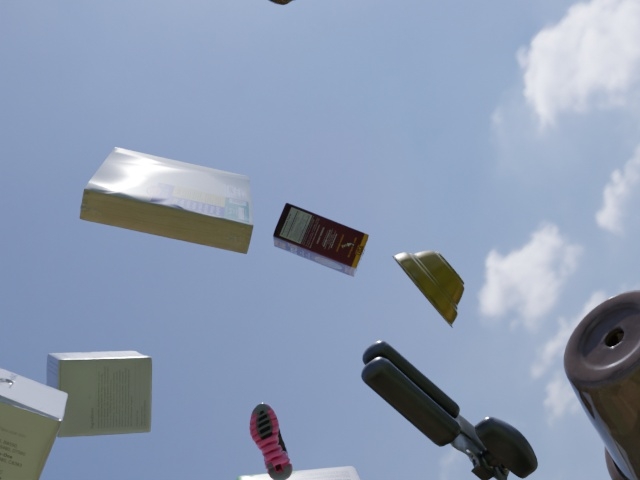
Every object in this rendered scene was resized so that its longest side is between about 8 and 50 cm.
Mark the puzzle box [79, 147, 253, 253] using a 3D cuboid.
[{"bbox_3d":[-0.257,-0.079,1.652,0.272,0.409,0.052,13,-77,-8],"label":"puzzle box"}]

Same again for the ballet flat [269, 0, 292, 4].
[{"bbox_3d":[-0.117,-0.450,1.277,0.124,0.342,0.116,9,-41,-36],"label":"ballet flat"}]

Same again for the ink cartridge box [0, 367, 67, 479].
[{"bbox_3d":[-0.318,0.237,0.899,0.085,0.148,0.203,23,-94,-13],"label":"ink cartridge box"}]

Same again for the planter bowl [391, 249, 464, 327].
[{"bbox_3d":[0.264,0.089,2.153,0.090,0.217,0.217,-40,-33,1],"label":"planter bowl"}]

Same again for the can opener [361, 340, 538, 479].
[{"bbox_3d":[0.173,0.231,1.277,0.280,0.074,0.093,38,-65,-15],"label":"can opener"}]

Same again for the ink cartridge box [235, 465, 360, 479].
[{"bbox_3d":[-0.023,0.441,1.399,0.198,0.273,0.115,-3,-83,-5],"label":"ink cartridge box"}]

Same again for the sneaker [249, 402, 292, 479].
[{"bbox_3d":[-0.074,0.303,1.427,0.047,0.119,0.057,-17,-3,4],"label":"sneaker"}]

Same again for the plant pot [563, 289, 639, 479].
[{"bbox_3d":[0.423,0.186,1.165,0.229,0.263,0.263,42,-82,-20],"label":"plant pot"}]

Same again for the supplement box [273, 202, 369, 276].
[{"bbox_3d":[0.000,0.000,1.992,0.104,0.188,0.081,93,-161,-77],"label":"supplement box"}]

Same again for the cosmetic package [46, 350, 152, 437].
[{"bbox_3d":[-0.442,0.302,1.877,0.183,0.151,0.152,2,-93,-25],"label":"cosmetic package"}]
